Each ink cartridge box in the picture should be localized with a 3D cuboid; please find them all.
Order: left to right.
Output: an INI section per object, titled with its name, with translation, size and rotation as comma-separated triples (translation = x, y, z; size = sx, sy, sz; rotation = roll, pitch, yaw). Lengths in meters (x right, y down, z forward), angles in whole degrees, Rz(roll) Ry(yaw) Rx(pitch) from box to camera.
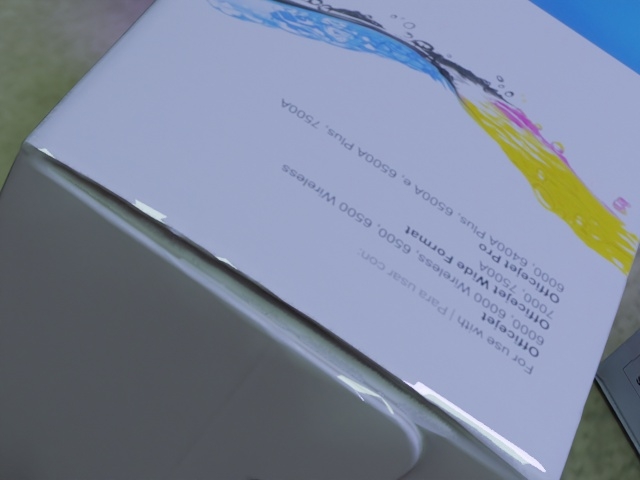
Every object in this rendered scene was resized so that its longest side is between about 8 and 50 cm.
[ink cartridge box]
translation = 0.000, 0.000, 0.479
size = 0.168, 0.171, 0.233
rotation = 33, 44, -2

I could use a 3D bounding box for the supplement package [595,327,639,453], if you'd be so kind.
[supplement package]
translation = 0.292, 0.050, 0.544
size = 0.199, 0.263, 0.198
rotation = -8, 59, -35
